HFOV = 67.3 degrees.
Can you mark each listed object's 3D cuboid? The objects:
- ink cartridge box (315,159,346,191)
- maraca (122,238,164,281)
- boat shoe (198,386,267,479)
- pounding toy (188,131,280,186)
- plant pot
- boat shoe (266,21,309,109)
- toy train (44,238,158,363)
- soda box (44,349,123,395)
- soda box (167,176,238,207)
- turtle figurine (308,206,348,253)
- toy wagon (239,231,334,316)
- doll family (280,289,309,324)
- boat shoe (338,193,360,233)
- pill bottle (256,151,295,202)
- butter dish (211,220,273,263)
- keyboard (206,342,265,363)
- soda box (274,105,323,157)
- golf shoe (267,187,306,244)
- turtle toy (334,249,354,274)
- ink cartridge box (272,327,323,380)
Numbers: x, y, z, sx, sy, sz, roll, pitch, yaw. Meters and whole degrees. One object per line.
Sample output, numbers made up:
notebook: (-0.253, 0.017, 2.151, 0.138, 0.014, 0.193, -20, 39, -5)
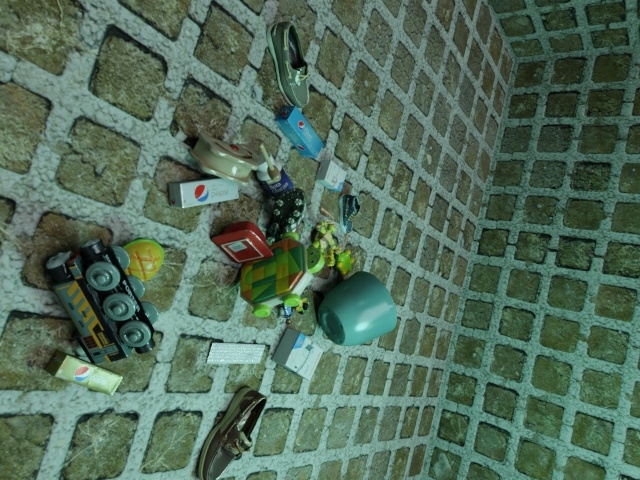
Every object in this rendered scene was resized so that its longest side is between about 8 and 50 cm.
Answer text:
ink cartridge box: (0.044, -0.264, 1.963, 0.122, 0.052, 0.088, 28, 76, -49)
maraca: (-0.510, 0.072, 1.306, 0.186, 0.099, 0.127, -45, 131, -2)
boat shoe: (-0.294, 0.683, 1.670, 0.342, 0.123, 0.123, -59, 137, -26)
pounding toy: (-0.250, -0.274, 1.486, 0.270, 0.154, 0.154, 18, 117, -36)
plant pot: (0.134, 0.305, 2.016, 0.235, 0.293, 0.292, -24, 116, -31)
boat shoe: (-0.095, -0.606, 1.688, 0.109, 0.091, 0.305, -45, 129, -37)
toy train: (-0.545, 0.159, 1.209, 0.142, 0.190, 0.333, -106, 178, -65)
soda box: (-0.612, 0.347, 1.254, 0.181, 0.061, 0.058, 45, 62, -46)
soda box: (-0.355, -0.152, 1.472, 0.216, 0.069, 0.073, -18, 111, -49)
turtle figurine: (0.000, 0.000, 1.933, 0.217, 0.087, 0.269, -56, 144, -18)
toy wagon: (-0.117, 0.093, 1.594, 0.068, 0.344, 0.267, 42, 35, -45)
doll family: (-0.100, 0.252, 1.874, 0.193, 0.076, 0.111, -15, 113, -44)
boat shoe: (0.130, -0.109, 2.075, 0.065, 0.083, 0.183, -29, 119, -45)
pill bottle: (-0.164, -0.220, 1.676, 0.094, 0.094, 0.169, -57, 136, -27)
butter dish: (-0.249, -0.011, 1.594, 0.160, 0.160, 0.118, 51, 35, -44)
keyboard: (-0.294, 0.400, 1.702, 0.256, 0.014, 0.072, 18, 83, -51)
soda box: (-0.075, -0.396, 1.774, 0.210, 0.067, 0.071, 48, 60, -45)
golf shoe: (-0.109, -0.095, 1.709, 0.120, 0.105, 0.272, -48, 170, -47)
turtle toy: (0.098, 0.103, 2.092, 0.095, 0.066, 0.130, -54, 135, -30)
ink cartridge box: (-0.088, 0.455, 1.919, 0.190, 0.082, 0.139, 46, 62, -44)
